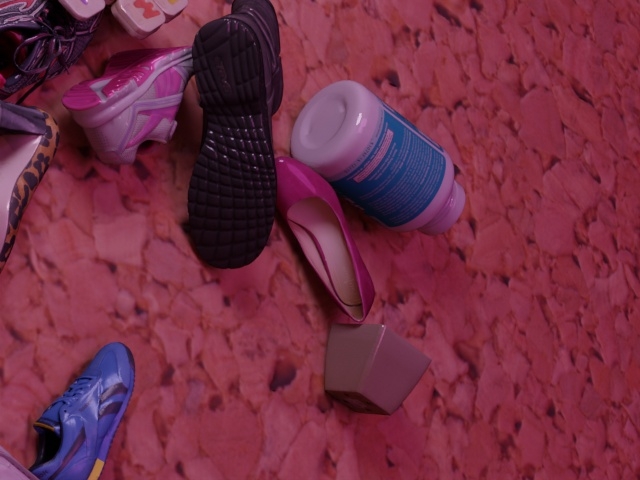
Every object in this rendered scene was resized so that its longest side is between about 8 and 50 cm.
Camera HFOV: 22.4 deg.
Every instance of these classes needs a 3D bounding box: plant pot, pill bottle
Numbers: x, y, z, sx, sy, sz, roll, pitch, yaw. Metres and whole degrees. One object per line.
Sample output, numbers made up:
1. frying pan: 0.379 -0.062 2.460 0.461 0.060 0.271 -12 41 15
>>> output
1. plant pot: 0.068 0.182 2.228 0.109 0.109 0.096 37 64 -35
2. pill bottle: 0.092 -0.106 2.310 0.264 0.146 0.146 34 54 -36

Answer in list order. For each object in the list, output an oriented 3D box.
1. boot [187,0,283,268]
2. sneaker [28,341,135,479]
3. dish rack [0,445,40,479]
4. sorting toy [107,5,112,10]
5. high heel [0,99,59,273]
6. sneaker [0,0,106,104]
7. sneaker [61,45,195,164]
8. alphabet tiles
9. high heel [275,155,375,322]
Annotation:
1. boot: -0.092 -0.146 2.131 0.222 0.118 0.338 -58 154 -72
2. sneaker: -0.276 0.196 1.860 0.082 0.069 0.209 38 52 -29
3. dish rack: -0.318 0.387 1.679 0.333 0.072 0.285 53 49 -43
4. sorting toy: -0.273 -0.326 2.056 0.042 0.061 0.102 -40 104 -2
5. high heel: -0.358 -0.029 1.850 0.186 0.093 0.261 14 86 -76
6. sneaker: -0.338 -0.232 1.898 0.121 0.112 0.299 57 42 -17
7. sneaker: -0.226 -0.170 2.022 0.252 0.103 0.111 -43 127 -50
8. alphabet tiles: -0.285 -0.376 1.999 0.284 0.021 0.278 48 31 -4
9. high heel: 0.000 0.000 2.202 0.117 0.082 0.244 -99 164 -61
